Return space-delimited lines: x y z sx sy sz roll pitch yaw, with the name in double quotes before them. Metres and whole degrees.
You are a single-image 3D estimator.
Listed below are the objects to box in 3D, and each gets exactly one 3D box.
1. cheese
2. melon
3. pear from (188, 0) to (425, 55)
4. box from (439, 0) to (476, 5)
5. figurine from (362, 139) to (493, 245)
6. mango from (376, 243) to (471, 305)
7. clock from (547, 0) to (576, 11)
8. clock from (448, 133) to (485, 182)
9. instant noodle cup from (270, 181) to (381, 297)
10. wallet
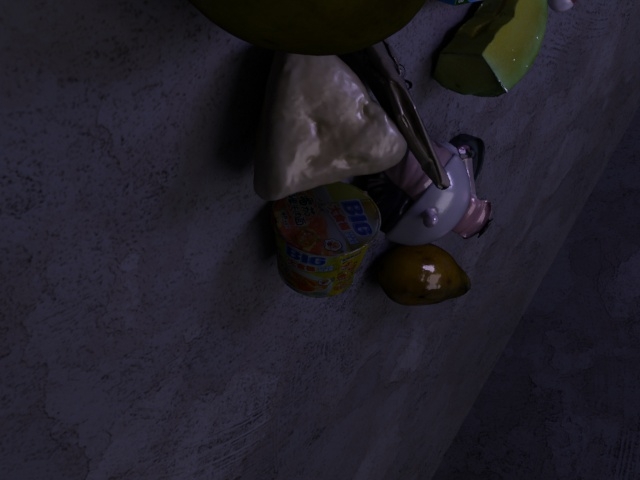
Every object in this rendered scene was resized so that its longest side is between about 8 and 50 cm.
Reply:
"cheese" 0.005 -0.204 1.218 0.252 0.173 0.247 -7 104 -6
"melon" 0.391 -0.458 1.640 0.323 0.196 0.124 -55 140 -16
"pear" -0.015 -0.394 0.906 0.413 0.352 0.351 15 103 -46
"box" 0.304 -0.555 1.520 0.194 0.073 0.139 -28 137 -44
"figurine" 0.245 -0.107 1.685 0.361 0.211 0.253 5 112 -60
"mango" 0.267 0.085 1.928 0.175 0.176 0.330 -54 158 18
"clock" 0.642 -0.647 1.880 0.162 0.093 0.166 -42 -165 53
"clock" 0.349 -0.172 1.963 0.215 0.042 0.214 -38 144 -35
"instant noodle cup" 0.000 0.000 1.440 0.205 0.205 0.153 -38 154 -34
"wallet" 0.132 -0.257 1.323 0.068 0.335 0.275 -30 146 12
